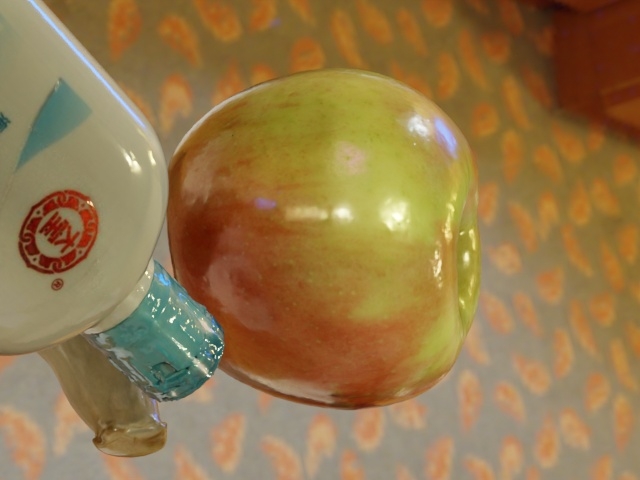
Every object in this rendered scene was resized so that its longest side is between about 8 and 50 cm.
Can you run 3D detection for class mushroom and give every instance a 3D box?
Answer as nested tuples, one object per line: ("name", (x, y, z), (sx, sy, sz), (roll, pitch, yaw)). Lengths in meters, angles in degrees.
("mushroom", (-0.264, 0.084, 1.810), (0.109, 0.097, 0.351), (-21, 55, -37))

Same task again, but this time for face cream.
("face cream", (-0.161, -0.023, 0.923), (0.163, 0.080, 0.337), (-48, 133, -9))

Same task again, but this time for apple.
("apple", (0.000, 0.000, 1.615), (0.319, 0.277, 0.319), (2, 90, -78))
